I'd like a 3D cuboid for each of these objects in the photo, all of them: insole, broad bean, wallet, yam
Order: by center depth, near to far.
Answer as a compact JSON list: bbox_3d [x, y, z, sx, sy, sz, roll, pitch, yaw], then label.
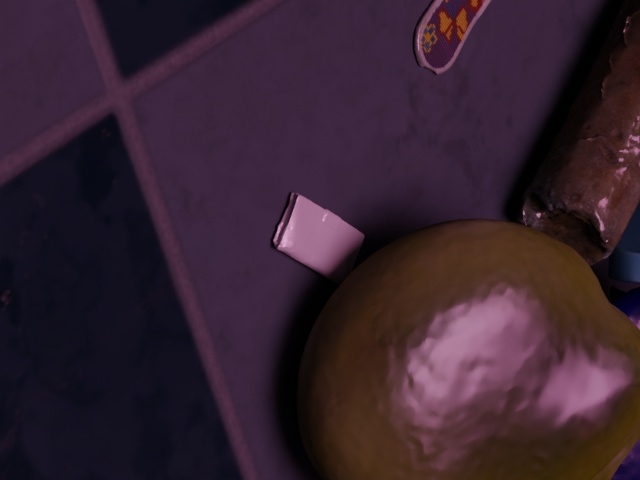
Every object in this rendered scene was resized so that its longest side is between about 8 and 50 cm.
[{"bbox_3d":[0.000,0.000,1.272,0.083,0.011,0.044,32,74,-45],"label":"wallet"},{"bbox_3d":[0.117,0.101,1.305,0.291,0.119,0.238,0,102,-26],"label":"broad bean"},{"bbox_3d":[0.123,-0.206,1.373,0.197,0.004,0.065,-56,133,-25],"label":"insole"},{"bbox_3d":[0.246,-0.100,1.462,0.093,0.093,0.259,47,63,-41],"label":"yam"}]

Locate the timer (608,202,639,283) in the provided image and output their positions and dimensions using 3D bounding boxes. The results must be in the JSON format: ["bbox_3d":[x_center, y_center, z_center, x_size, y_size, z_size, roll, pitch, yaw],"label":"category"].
[{"bbox_3d":[0.377,-0.015,1.487,0.250,0.231,0.091,-26,117,-61],"label":"timer"}]

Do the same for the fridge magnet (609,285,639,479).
[{"bbox_3d":[0.269,0.159,1.495,0.265,0.112,0.266,-10,110,-29],"label":"fridge magnet"}]
